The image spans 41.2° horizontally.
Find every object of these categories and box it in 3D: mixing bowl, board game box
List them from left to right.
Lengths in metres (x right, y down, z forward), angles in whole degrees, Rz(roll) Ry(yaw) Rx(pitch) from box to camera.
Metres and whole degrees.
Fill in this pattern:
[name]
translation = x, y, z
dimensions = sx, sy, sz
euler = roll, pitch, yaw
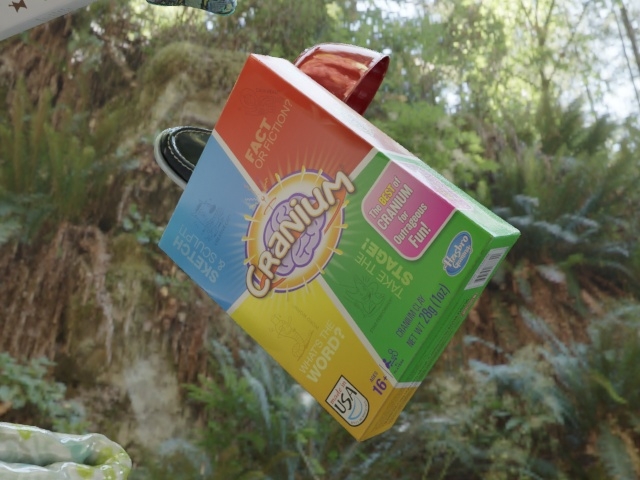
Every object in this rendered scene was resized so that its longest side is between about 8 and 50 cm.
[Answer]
[board game box]
translation = 0.000, 0.000, 0.841
dimensions = 0.064, 0.316, 0.242
euler = -5, -51, -55
[mixing bowl]
translation = 0.004, -0.198, 1.154
dimensions = 0.098, 0.181, 0.181
euler = 35, -37, 5

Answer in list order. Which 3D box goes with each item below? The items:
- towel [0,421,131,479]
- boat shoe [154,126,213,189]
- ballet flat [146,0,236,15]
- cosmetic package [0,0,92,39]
[towel]
translation = -0.388, 0.271, 0.698
dimensions = 0.374, 0.090, 0.320
euler = 17, -61, -34
[boat shoe]
translation = -0.081, -0.095, 1.196
dimensions = 0.302, 0.114, 0.091
euler = 18, -29, -28
[ballet flat]
translation = -0.232, -0.441, 1.489
dimensions = 0.188, 0.070, 0.070
euler = 12, -31, 20
[cosmetic package]
translation = -0.440, -0.344, 1.063
dimensions = 0.365, 0.155, 0.197
euler = -24, -74, 0
